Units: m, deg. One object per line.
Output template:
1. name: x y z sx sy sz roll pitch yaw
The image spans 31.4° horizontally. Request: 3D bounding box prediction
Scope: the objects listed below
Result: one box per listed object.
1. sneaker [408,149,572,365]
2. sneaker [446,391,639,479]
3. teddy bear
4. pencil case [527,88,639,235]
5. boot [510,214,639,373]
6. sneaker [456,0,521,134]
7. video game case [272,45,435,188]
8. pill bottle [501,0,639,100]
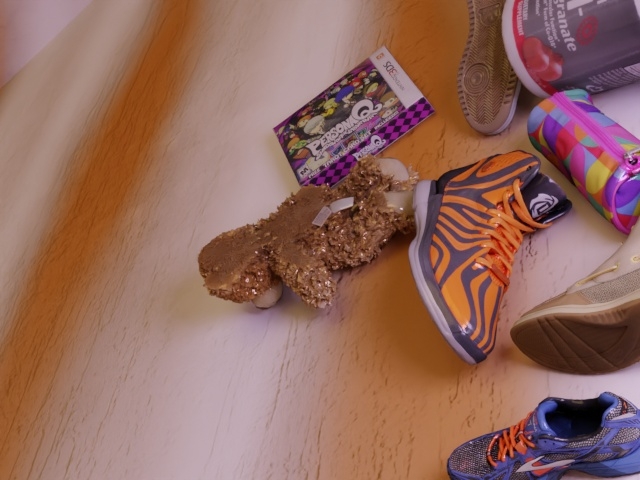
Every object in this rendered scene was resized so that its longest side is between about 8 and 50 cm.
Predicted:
1. sneaker: 0.206 -0.006 1.344 0.180 0.124 0.321 -27 36 21
2. sneaker: 0.222 0.196 1.134 0.221 0.087 0.083 -22 37 25
3. teddy bear: 0.000 0.000 1.577 0.338 0.113 0.245 -37 40 -8
4. pencil case: 0.334 -0.100 1.352 0.104 0.104 0.236 -38 33 4
5. boot: 0.331 0.026 1.205 0.262 0.095 0.203 -28 26 47
6. sneaker: 0.275 -0.277 1.629 0.099 0.153 0.282 -5 77 37
7. video game case: 0.046 -0.187 1.779 0.232 0.042 0.210 -36 33 8
8. pill bottle: 0.390 -0.285 1.388 0.318 0.176 0.176 -12 42 52
